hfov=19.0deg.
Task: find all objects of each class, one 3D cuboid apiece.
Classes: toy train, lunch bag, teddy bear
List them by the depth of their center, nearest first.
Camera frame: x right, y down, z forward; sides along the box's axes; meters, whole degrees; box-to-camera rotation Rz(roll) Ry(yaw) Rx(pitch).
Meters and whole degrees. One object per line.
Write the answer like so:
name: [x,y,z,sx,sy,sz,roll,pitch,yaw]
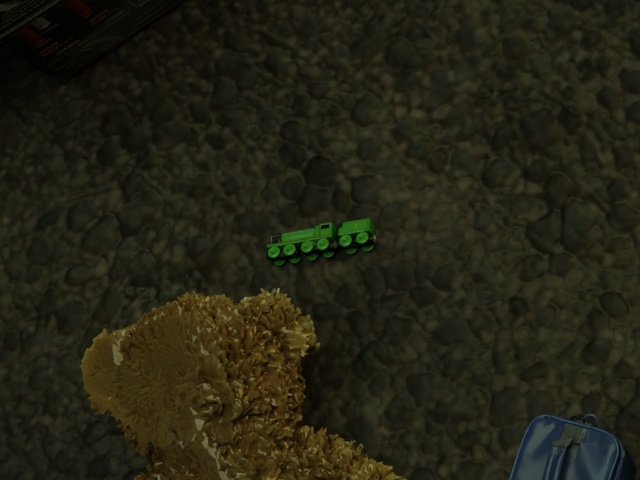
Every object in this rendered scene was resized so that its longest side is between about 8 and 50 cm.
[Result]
lunch bag: [0.157,0.157,1.215,0.067,0.065,0.098,13,78,24]
teddy bear: [-0.045,0.204,1.267,0.245,0.113,0.338,-39,71,12]
toy train: [0.000,0.000,1.357,0.083,0.017,0.023,-9,59,18]

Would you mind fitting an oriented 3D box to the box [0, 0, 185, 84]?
box: [-0.121,-0.248,1.358,0.307,0.242,0.076,-33,75,8]
